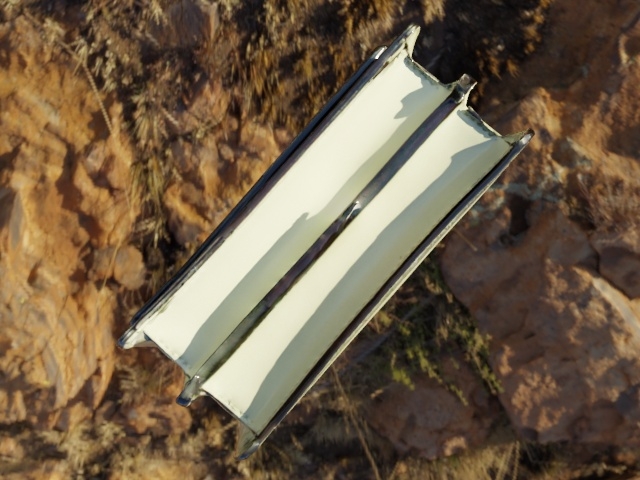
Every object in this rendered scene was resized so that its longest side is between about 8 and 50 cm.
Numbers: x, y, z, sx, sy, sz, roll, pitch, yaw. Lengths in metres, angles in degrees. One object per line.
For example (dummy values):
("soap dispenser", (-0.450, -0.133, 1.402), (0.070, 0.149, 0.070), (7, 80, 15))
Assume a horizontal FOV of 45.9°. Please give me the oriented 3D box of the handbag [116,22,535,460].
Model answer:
("handbag", (0.000, 0.000, 0.696), (0.160, 0.237, 0.358), (42, 86, 4))
